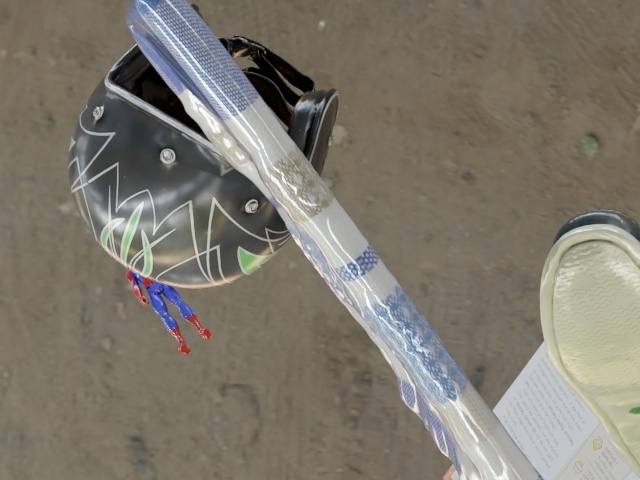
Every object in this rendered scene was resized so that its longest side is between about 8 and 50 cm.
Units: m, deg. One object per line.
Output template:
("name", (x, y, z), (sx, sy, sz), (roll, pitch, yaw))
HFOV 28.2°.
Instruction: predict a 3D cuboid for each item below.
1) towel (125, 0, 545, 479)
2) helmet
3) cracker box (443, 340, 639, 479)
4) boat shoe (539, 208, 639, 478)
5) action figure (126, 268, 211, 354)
("towel", (0.000, 0.000, 0.594), (0.034, 0.285, 0.209), (-37, 15, 0))
("helmet", (-0.079, -0.049, 0.802), (0.169, 0.169, 0.162), (3, 48, 40))
("cracker box", (0.204, 0.157, 0.962), (0.232, 0.067, 0.156), (-58, 33, 23))
("boat shoe", (0.188, 0.058, 0.757), (0.084, 0.233, 0.079), (-10, 45, 27))
("action figure", (-0.138, 0.044, 1.102), (0.038, 0.030, 0.115), (-39, 64, -2))
